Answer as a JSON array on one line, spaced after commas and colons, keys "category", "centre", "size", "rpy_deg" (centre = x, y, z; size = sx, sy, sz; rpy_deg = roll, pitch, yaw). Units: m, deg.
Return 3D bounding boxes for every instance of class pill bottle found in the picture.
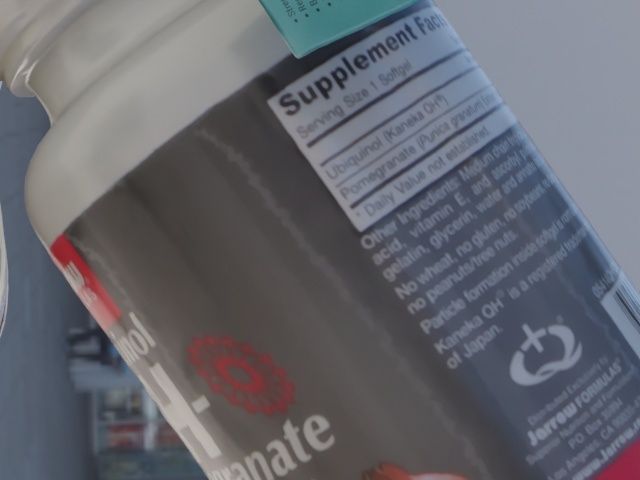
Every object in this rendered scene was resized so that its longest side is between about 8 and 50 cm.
[{"category": "pill bottle", "centre": [0.000, 0.000, 0.518], "size": [0.318, 0.176, 0.176], "rpy_deg": [55, -10, 1]}]

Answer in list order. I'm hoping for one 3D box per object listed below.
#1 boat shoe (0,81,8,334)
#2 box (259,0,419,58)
[{"category": "boat shoe", "centre": [-0.195, -0.092, 0.553], "size": [0.116, 0.123, 0.324], "rpy_deg": [78, -5, -63]}, {"category": "box", "centre": [0.083, -0.129, 0.340], "size": [0.244, 0.100, 0.060], "rpy_deg": [-18, -68, 45]}]
